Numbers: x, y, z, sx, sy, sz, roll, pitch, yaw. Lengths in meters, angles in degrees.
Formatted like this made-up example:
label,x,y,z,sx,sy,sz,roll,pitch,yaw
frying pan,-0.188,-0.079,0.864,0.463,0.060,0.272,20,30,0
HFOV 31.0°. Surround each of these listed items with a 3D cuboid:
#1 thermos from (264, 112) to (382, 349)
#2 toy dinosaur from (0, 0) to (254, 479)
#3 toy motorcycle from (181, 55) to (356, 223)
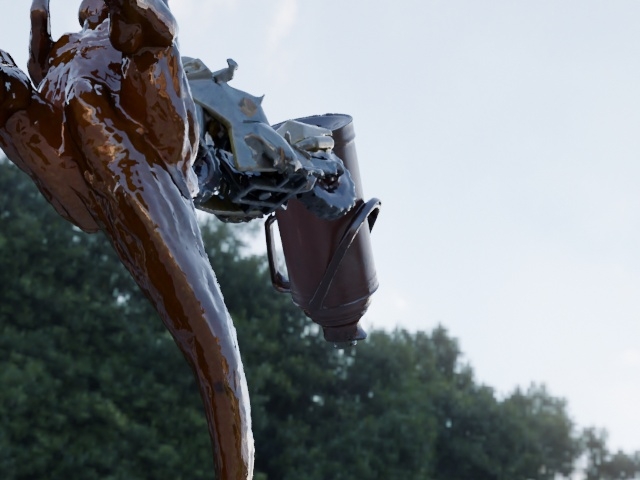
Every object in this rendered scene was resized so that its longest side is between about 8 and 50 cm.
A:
label,x,y,z,sx,sy,sz,roll,pitch,yaw
thermos,0.001,-0.001,1.132,0.124,0.099,0.232,0,-69,25
toy dinosaur,-0.096,-0.043,0.492,0.097,0.432,0.208,-17,-45,4
toy motorcycle,-0.060,-0.081,0.923,0.229,0.130,0.094,4,-36,-48
